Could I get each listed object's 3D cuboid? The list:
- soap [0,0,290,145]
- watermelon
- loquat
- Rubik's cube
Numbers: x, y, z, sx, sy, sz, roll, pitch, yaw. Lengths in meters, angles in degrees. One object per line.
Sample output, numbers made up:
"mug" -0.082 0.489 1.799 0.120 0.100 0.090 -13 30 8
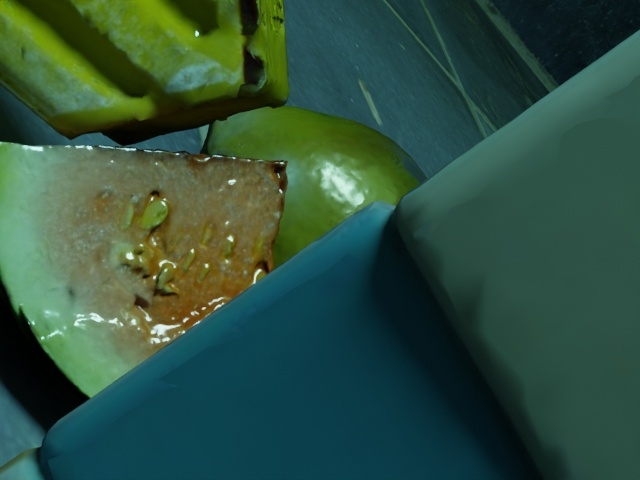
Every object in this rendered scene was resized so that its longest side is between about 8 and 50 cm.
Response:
"soap" -0.114 -0.152 0.707 0.257 0.160 0.080 40 10 6
"watermelon" -0.079 0.029 0.700 0.193 0.137 0.145 -1 91 -71
"loquat" 0.000 0.000 0.904 0.195 0.152 0.152 41 20 -21
"Rubik's cube" 0.112 0.186 0.466 0.347 0.344 0.346 23 35 -61
